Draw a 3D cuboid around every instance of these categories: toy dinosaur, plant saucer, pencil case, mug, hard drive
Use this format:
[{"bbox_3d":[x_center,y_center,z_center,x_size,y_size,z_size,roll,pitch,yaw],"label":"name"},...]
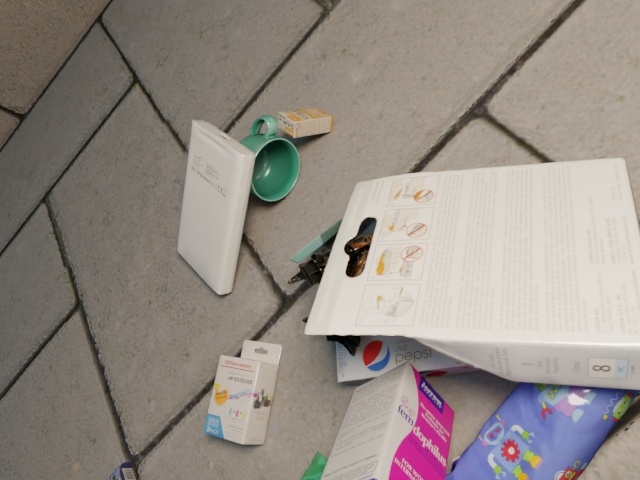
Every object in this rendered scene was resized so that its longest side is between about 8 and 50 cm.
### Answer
[{"bbox_3d":[0.078,0.060,0.873,0.164,0.218,0.322,56,144,1],"label":"toy dinosaur"},{"bbox_3d":[0.000,0.000,0.940,0.067,0.192,0.018,-39,91,17],"label":"plant saucer"},{"bbox_3d":[0.264,0.255,0.672,0.306,0.119,0.133,-56,37,4],"label":"pencil case"},{"bbox_3d":[-0.116,-0.168,1.105,0.097,0.129,0.158,23,88,42],"label":"mug"},{"bbox_3d":[-0.226,-0.070,1.111,0.203,0.040,0.308,37,124,39],"label":"hard drive"}]

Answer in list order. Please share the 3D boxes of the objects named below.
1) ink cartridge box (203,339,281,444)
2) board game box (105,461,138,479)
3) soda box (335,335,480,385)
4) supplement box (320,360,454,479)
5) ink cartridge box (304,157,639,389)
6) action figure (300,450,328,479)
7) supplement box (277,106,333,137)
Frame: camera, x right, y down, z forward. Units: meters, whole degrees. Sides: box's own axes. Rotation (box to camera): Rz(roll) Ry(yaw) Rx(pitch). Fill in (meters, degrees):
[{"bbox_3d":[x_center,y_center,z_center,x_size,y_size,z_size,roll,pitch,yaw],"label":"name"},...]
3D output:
[{"bbox_3d":[-0.143,0.275,0.992,0.104,0.061,0.181,-1,71,35],"label":"ink cartridge box"},{"bbox_3d":[-0.433,0.591,1.077,0.194,0.060,0.194,-47,52,10],"label":"board game box"},{"bbox_3d":[0.132,0.177,0.826,0.216,0.074,0.069,-16,63,31],"label":"soda box"},{"bbox_3d":[0.090,0.285,0.705,0.114,0.111,0.220,-38,10,31],"label":"supplement box"},{"bbox_3d":[0.203,0.030,0.704,0.384,0.091,0.308,-3,44,24],"label":"ink cartridge box"},{"bbox_3d":[0.052,0.434,0.788,0.232,0.063,0.137,19,82,43],"label":"action figure"},{"bbox_3d":[-0.031,-0.243,1.095,0.062,0.098,0.036,38,132,38],"label":"supplement box"}]
